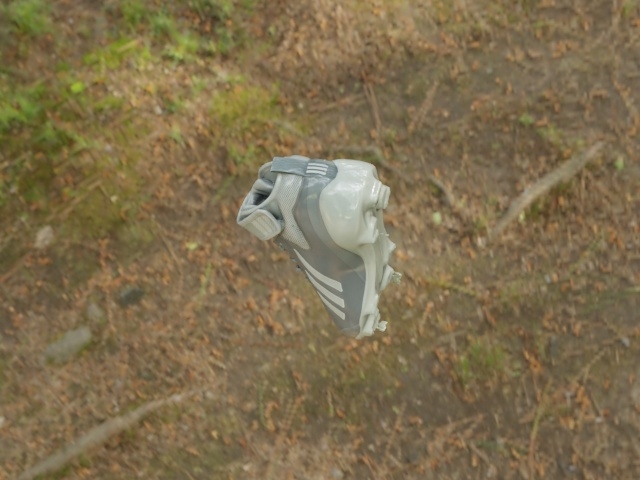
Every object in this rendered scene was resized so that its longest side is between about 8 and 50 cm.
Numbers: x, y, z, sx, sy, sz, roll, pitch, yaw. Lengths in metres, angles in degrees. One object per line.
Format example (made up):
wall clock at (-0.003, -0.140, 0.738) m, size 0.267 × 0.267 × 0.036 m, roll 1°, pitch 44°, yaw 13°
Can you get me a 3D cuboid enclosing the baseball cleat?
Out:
baseball cleat at (0.000, 0.000, 0.810) m, size 0.109 × 0.206 × 0.072 m, roll 14°, pitch 58°, yaw 12°
